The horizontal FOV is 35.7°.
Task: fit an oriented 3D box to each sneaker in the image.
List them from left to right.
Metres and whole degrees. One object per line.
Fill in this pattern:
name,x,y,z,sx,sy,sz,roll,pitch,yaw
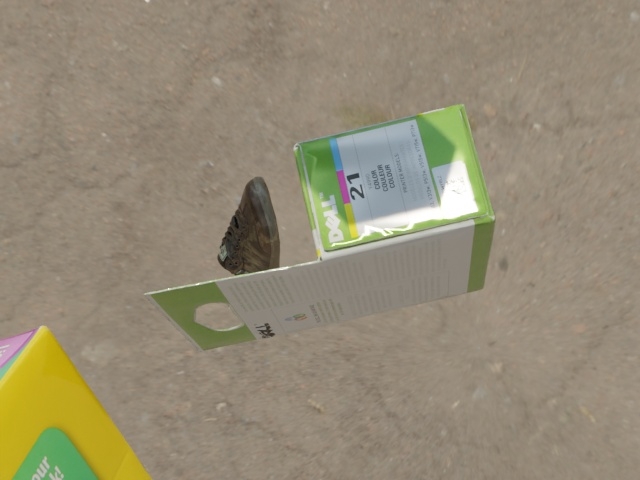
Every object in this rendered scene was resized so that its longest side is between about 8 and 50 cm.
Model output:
sneaker,-0.088,0.008,1.184,0.071,0.188,0.066,-11,44,-11

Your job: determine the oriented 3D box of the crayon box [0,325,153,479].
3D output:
crayon box,-0.174,0.279,0.510,0.106,0.363,0.313,-18,116,24

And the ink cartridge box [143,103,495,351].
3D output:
ink cartridge box,0.000,0.000,0.789,0.255,0.189,0.097,-13,70,2
